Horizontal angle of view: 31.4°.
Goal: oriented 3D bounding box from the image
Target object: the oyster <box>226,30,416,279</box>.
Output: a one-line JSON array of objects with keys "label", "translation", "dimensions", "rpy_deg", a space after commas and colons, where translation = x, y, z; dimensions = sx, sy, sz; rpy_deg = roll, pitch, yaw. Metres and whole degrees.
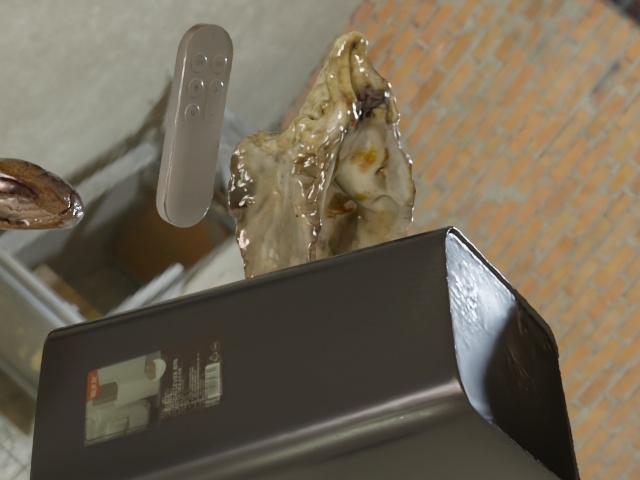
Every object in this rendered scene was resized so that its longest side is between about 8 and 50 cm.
[{"label": "oyster", "translation": [-0.005, 0.000, 0.944], "dimensions": [0.166, 0.110, 0.341], "rpy_deg": [-28, 122, -43]}]

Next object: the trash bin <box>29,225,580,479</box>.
[{"label": "trash bin", "translation": [-0.004, 0.093, 0.579], "dimensions": [0.225, 0.115, 0.165], "rpy_deg": [-18, 144, 25]}]

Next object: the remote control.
[{"label": "remote control", "translation": [-0.149, -0.135, 1.351], "dimensions": [0.077, 0.022, 0.245], "rpy_deg": [-4, 109, -47]}]

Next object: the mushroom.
[{"label": "mushroom", "translation": [-0.276, -0.042, 1.058], "dimensions": [0.123, 0.123, 0.052], "rpy_deg": [100, -4, -71]}]
